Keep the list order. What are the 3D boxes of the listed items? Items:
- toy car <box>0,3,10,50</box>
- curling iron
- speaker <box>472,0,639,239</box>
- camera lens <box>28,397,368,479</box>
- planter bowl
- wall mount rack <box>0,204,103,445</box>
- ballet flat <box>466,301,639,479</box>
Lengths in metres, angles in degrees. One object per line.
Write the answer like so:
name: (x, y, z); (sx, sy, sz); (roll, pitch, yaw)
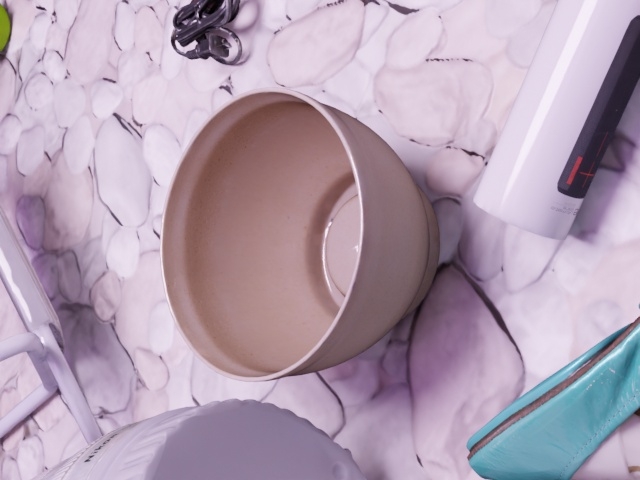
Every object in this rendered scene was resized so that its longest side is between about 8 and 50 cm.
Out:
toy car: (-0.359, -0.116, 1.097); (0.155, 0.149, 0.188); (13, 119, 32)
curling iron: (-0.016, -0.217, 0.816); (0.274, 0.035, 0.068); (-49, 52, 30)
speaker: (0.128, -0.070, 0.646); (0.055, 0.055, 0.136); (35, 108, 41)
camera lens: (-0.111, 0.231, 0.726); (0.274, 0.219, 0.219); (-32, 64, 37)
planter bowl: (0.000, 0.000, 0.724); (0.162, 0.109, 0.162); (-6, 82, 44)
wall mount rack: (-0.292, 0.040, 0.966); (0.350, 0.130, 0.304); (61, 164, 12)
ballet flat: (0.166, 0.061, 0.580); (0.087, 0.083, 0.247); (51, 122, 19)
